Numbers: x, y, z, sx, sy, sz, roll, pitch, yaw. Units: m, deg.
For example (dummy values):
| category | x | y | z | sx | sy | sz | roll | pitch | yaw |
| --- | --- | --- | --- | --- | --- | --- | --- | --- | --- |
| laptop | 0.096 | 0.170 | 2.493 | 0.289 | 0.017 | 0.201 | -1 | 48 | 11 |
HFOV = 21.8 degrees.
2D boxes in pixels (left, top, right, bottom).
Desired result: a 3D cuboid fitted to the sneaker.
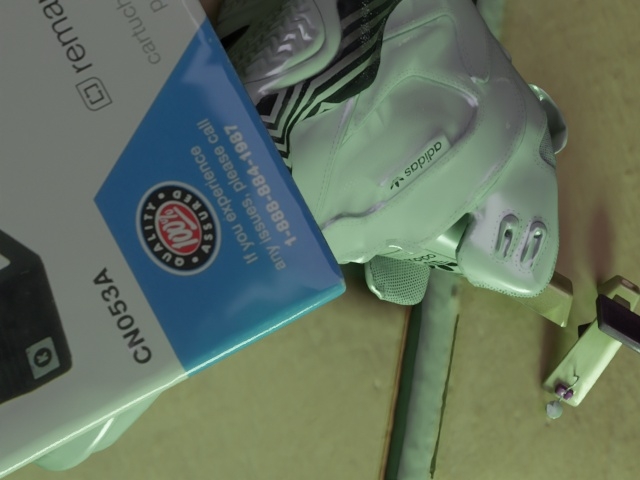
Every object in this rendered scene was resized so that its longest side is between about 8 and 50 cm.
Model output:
| category | x | y | z | sx | sy | sz | roll | pitch | yaw |
| --- | --- | --- | --- | --- | --- | --- | --- | --- | --- |
| sneaker | 0.000 | 0.000 | 0.858 | 0.210 | 0.137 | 0.366 | 44 | 64 | -23 |

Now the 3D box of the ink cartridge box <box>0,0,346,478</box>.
| category | x | y | z | sx | sy | sz | roll | pitch | yaw |
| --- | --- | --- | --- | --- | --- | --- | --- | --- | --- |
| ink cartridge box | -0.178 | -0.006 | 0.654 | 0.307 | 0.129 | 0.223 | -28 | 93 | -5 |

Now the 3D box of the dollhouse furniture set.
| category | x | y | z | sx | sy | sz | roll | pitch | yaw |
| --- | --- | --- | --- | --- | --- | --- | --- | --- | --- |
| dollhouse furniture set | 0.132 | 0.050 | 1.025 | 0.114 | 0.091 | 0.081 | 30 | 114 | -7 |
